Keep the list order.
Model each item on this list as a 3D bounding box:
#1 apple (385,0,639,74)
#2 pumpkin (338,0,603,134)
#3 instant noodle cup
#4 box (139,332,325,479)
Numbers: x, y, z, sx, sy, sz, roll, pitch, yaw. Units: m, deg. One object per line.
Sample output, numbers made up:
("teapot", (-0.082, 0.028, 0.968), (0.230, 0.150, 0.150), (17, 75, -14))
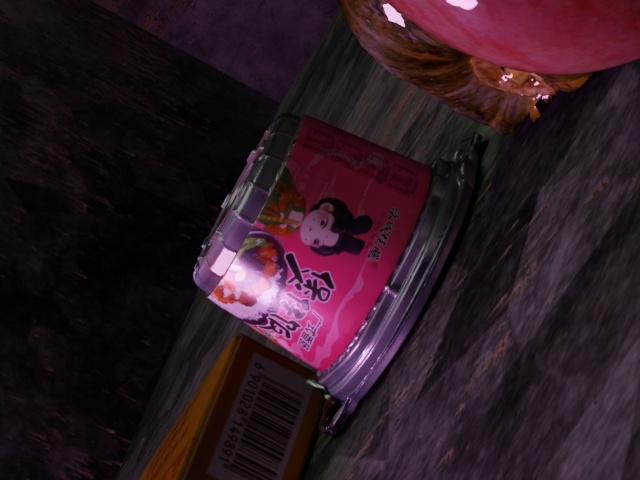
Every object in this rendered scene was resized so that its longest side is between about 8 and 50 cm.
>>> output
("apple", (0.144, -0.270, 1.056), (0.344, 0.269, 0.345), (-11, 73, 37))
("pumpkin", (0.135, -0.241, 1.344), (0.242, 0.232, 0.325), (-62, 10, -20))
("instant noodle cup", (0.000, 0.000, 1.537), (0.302, 0.181, 0.258), (-64, 6, -21))
("box", (-0.136, 0.318, 1.575), (0.264, 0.115, 0.415), (-54, 11, 40))
